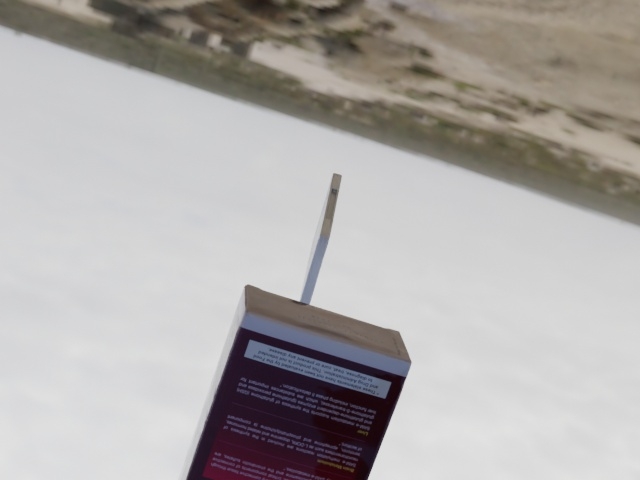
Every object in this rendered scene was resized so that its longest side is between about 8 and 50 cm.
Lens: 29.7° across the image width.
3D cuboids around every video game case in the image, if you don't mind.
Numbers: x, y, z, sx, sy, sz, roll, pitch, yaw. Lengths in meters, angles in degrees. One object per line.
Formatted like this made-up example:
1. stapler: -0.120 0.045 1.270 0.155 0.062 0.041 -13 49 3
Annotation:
1. video game case: 0.000 0.000 1.163 0.011 0.087 0.122 15 -148 -2

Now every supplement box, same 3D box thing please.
1. supplement box: -0.034 0.168 0.906 0.130 0.239 0.073 18 -168 -9
